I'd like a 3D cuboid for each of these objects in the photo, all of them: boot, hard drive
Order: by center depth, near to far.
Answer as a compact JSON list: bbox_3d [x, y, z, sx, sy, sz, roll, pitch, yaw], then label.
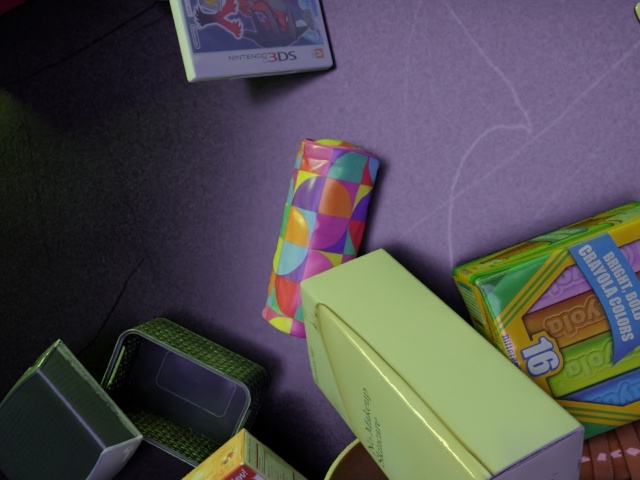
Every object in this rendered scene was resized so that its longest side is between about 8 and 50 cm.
[{"bbox_3d":[0.336,0.192,0.720,0.220,0.283,0.109,-3,76,6],"label":"boot"},{"bbox_3d":[-0.334,0.250,0.928,0.172,0.054,0.254,48,129,5],"label":"hard drive"}]

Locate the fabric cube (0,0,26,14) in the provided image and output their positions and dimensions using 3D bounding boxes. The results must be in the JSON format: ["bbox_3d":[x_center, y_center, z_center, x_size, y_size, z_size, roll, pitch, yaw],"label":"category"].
[{"bbox_3d":[-0.470,-0.405,0.858,0.258,0.259,0.254,-22,90,15],"label":"fabric cube"}]

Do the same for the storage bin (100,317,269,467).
[{"bbox_3d":[-0.169,0.188,0.923,0.180,0.084,0.122,25,99,9],"label":"storage bin"}]

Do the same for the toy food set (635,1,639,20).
[{"bbox_3d":[0.446,-0.249,0.781,0.192,0.038,0.132,-29,88,13],"label":"toy food set"}]

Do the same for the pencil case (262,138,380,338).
[{"bbox_3d":[0.000,0.000,0.869,0.105,0.104,0.236,15,99,11],"label":"pencil case"}]

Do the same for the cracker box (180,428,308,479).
[{"bbox_3d":[-0.065,0.350,0.877,0.156,0.067,0.232,-42,109,12],"label":"cracker box"}]

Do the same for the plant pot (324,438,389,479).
[{"bbox_3d":[0.130,0.362,0.798,0.237,0.237,0.254,-1,122,12],"label":"plant pot"}]

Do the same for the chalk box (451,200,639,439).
[{"bbox_3d":[0.308,0.063,0.753,0.289,0.180,0.179,-22,89,2],"label":"chalk box"}]

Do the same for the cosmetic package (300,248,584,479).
[{"bbox_3d":[0.103,0.157,0.731,0.113,0.309,0.160,-21,125,-20],"label":"cosmetic package"}]

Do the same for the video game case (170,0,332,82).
[{"bbox_3d":[-0.085,-0.286,0.841,0.184,0.023,0.201,-14,91,-32],"label":"video game case"}]
